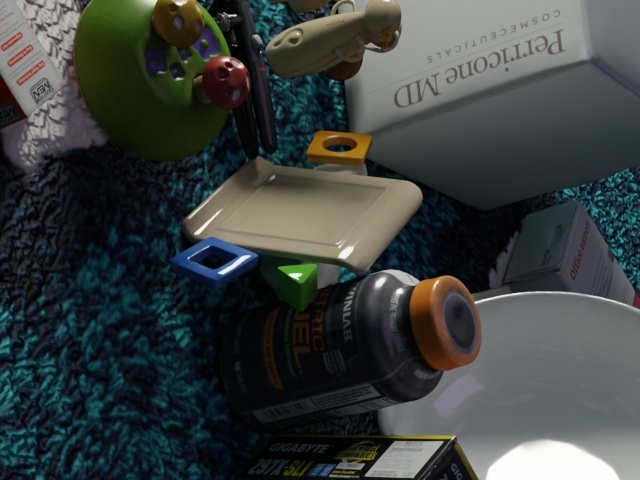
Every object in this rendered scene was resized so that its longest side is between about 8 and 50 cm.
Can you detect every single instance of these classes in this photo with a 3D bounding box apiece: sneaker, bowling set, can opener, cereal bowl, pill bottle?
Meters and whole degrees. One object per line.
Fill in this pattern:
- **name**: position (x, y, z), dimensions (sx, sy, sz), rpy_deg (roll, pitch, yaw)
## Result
- **sneaker**: position (0.000, 0.000, 1.718), dimensions (0.212, 0.080, 0.094), rpy_deg (-60, 137, -40)
- **bowling set**: position (0.032, -0.277, 1.784), dimensions (0.200, 0.154, 0.287), rpy_deg (41, 34, -55)
- **can opener**: position (-0.077, -0.178, 1.678), dimensions (0.073, 0.059, 0.186), rpy_deg (-5, 77, -45)
- **cereal bowl**: position (0.229, 0.207, 1.598), dimensions (0.339, 0.339, 0.141), rpy_deg (-63, 155, -47)
- **pill bottle**: position (0.033, 0.104, 1.546), dimensions (0.130, 0.246, 0.130), rpy_deg (30, 52, -47)

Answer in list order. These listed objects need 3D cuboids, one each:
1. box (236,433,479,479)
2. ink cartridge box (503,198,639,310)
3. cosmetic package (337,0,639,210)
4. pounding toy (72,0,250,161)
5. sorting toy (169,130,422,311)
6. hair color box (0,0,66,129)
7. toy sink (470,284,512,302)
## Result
- **box**: position (0.090, 0.333, 1.510), dimensions (0.079, 0.257, 0.322), rpy_deg (-43, 112, -37)
- **ink cartridge box**: position (0.350, 0.078, 2.164), dimensions (0.218, 0.092, 0.158), rpy_deg (57, 36, -26)
- **cosmetic package**: position (0.240, -0.291, 1.953), dimensions (0.327, 0.329, 0.393), rpy_deg (22, 57, -51)
- **pounding toy**: position (-0.127, -0.199, 1.534), dimensions (0.183, 0.110, 0.236), rpy_deg (29, 62, -35)
- **sorting toy**: position (-0.015, -0.019, 1.613), dimensions (0.347, 0.196, 0.047), rpy_deg (-48, 144, -52)
- **hair color box**: position (-0.289, -0.175, 1.387), dimensions (0.141, 0.043, 0.072), rpy_deg (60, 35, -17)
- **toy sink**: position (0.167, 0.183, 1.811), dimensions (0.153, 0.131, 0.234), rpy_deg (-8, 83, -56)
